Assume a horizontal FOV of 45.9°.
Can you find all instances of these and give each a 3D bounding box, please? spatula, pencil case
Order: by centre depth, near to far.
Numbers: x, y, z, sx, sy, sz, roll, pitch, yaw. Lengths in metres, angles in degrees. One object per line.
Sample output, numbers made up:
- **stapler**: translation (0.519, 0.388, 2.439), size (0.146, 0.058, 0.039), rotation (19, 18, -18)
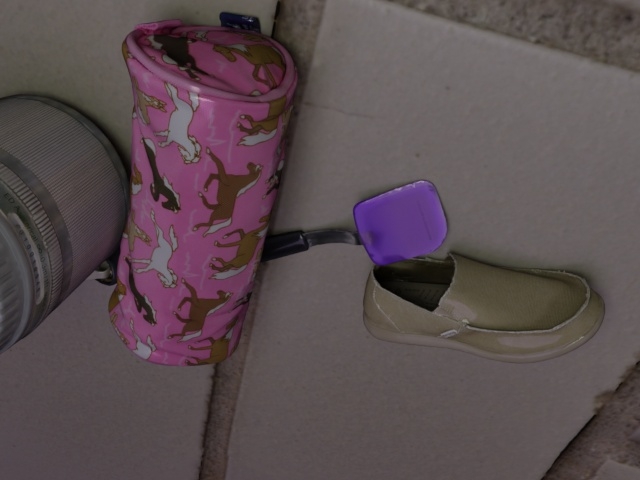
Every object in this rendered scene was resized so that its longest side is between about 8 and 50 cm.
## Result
- **pencil case**: translation (-0.134, -0.034, 0.784), size (0.160, 0.167, 0.386), rotation (3, 131, -14)
- **spatula**: translation (0.000, 0.000, 0.867), size (0.296, 0.030, 0.084), rotation (-11, 113, 30)

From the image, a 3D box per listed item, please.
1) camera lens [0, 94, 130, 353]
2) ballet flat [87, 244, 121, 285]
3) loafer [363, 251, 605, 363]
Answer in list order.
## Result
- **camera lens**: translation (-0.342, -0.018, 0.786), size (0.219, 0.274, 0.219), rotation (5, 116, 10)
- **ballet flat**: translation (-0.338, 0.008, 0.970), size (0.203, 0.074, 0.074), rotation (20, 134, 2)
- **loafer**: translation (0.165, 0.067, 0.821), size (0.268, 0.102, 0.092), rotation (-2, 135, 22)
